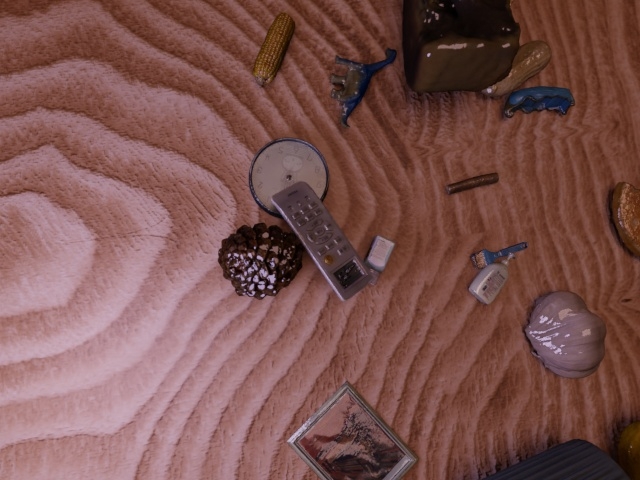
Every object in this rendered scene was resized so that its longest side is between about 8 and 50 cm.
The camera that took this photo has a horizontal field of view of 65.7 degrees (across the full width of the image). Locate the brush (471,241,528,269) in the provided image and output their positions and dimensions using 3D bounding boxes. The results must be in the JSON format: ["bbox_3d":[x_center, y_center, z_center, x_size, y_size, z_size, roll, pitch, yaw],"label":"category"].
[{"bbox_3d":[0.484,0.035,1.332,0.164,0.014,0.051,-19,86,-8],"label":"brush"}]

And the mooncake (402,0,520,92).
[{"bbox_3d":[0.332,-0.564,1.198,0.245,0.393,0.395,-1,117,-6],"label":"mooncake"}]

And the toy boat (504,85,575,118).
[{"bbox_3d":[0.595,-0.370,1.356,0.185,0.075,0.077,2,75,-2],"label":"toy boat"}]

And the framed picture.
[{"bbox_3d":[0.083,0.527,1.239,0.216,0.016,0.273,-44,89,-8],"label":"framed picture"}]

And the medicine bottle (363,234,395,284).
[{"bbox_3d":[0.142,0.051,1.270,0.054,0.074,0.118,25,84,-2],"label":"medicine bottle"}]

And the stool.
[{"bbox_3d":[0.533,0.647,1.133,0.329,0.297,0.298,-21,86,-11],"label":"stool"}]

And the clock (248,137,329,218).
[{"bbox_3d":[-0.081,-0.163,1.293,0.214,0.042,0.215,1,84,-5],"label":"clock"}]

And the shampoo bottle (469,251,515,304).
[{"bbox_3d":[0.459,0.090,1.300,0.077,0.045,0.152,40,87,-16],"label":"shampoo bottle"}]

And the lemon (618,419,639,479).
[{"bbox_3d":[0.842,0.553,1.206,0.204,0.204,0.260,-22,89,-7],"label":"lemon"}]

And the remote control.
[{"bbox_3d":[0.000,0.000,1.225,0.109,0.055,0.313,-32,84,-30],"label":"remote control"}]

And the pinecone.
[{"bbox_3d":[-0.139,0.042,1.200,0.179,0.204,0.184,-36,90,36],"label":"pinecone"}]

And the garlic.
[{"bbox_3d":[0.640,0.247,1.259,0.177,0.143,0.230,-21,94,-8],"label":"garlic"}]

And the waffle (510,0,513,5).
[{"bbox_3d":[0.482,-0.641,1.406,0.092,0.021,0.135,25,82,-2],"label":"waffle"}]

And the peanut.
[{"bbox_3d":[0.529,-0.467,1.352,0.214,0.090,0.099,-36,50,-5],"label":"peanut"}]

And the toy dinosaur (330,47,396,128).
[{"bbox_3d":[0.123,-0.408,1.329,0.188,0.075,0.248,0,77,-12],"label":"toy dinosaur"}]

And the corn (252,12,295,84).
[{"bbox_3d":[-0.123,-0.509,1.317,0.068,0.068,0.208,22,83,-2],"label":"corn"}]

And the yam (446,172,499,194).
[{"bbox_3d":[0.410,-0.154,1.339,0.145,0.032,0.032,-15,85,-7],"label":"yam"}]

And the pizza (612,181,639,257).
[{"bbox_3d":[0.863,-0.042,1.349,0.127,0.058,0.246,-38,92,-1],"label":"pizza"}]
